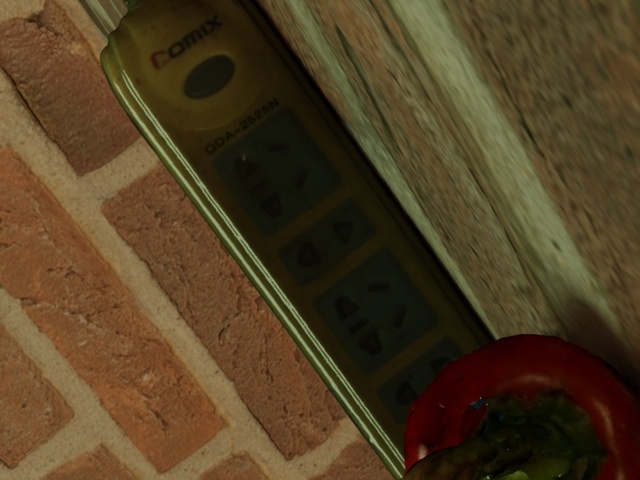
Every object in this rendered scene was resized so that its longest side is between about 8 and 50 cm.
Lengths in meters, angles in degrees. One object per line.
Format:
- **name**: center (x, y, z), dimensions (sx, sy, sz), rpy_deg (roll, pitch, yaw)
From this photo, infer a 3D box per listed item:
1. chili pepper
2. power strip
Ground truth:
- **chili pepper**: center (0.095, 0.107, 0.693), dimensions (0.110, 0.110, 0.387), rpy_deg (52, 180, 16)
- **power strip**: center (0.000, 0.000, 0.883), dimensions (0.387, 0.092, 0.066), rpy_deg (54, 174, -7)
